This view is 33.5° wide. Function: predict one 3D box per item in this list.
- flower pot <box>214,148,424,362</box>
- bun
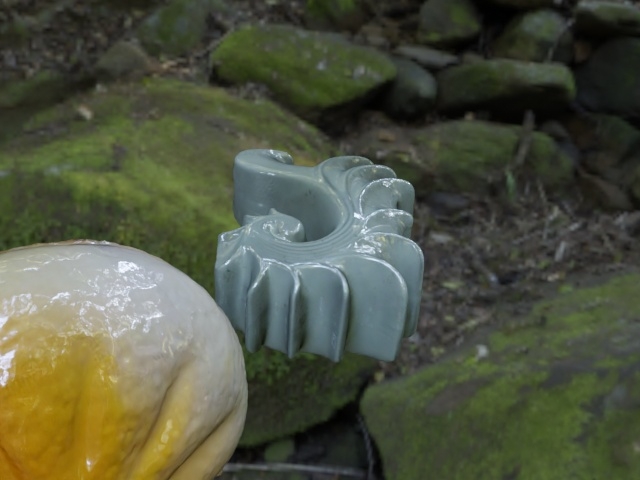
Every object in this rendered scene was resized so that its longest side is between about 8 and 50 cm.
[{"bbox_3d":[0.000,0.000,1.383,0.254,0.165,0.367,3,33,0],"label":"flower pot"},{"bbox_3d":[-0.184,0.151,0.746,0.299,0.299,0.165,-5,45,-24],"label":"bun"}]
